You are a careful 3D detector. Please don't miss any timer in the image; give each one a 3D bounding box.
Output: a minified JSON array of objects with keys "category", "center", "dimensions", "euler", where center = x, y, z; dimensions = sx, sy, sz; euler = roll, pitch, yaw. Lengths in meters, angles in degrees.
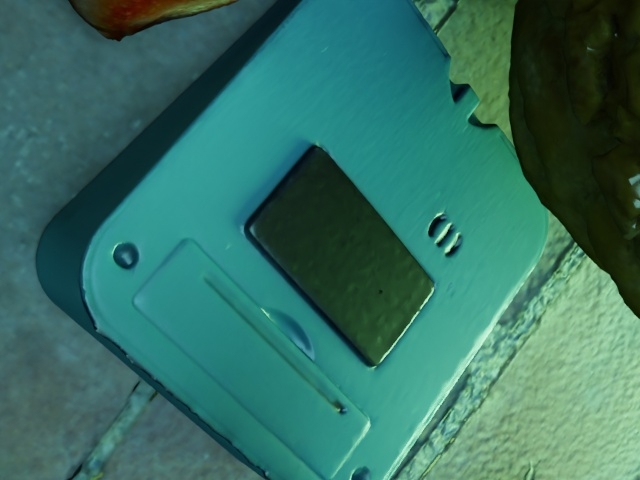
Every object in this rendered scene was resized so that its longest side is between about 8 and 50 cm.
[{"category":"timer","center":[0.000,0.000,0.506],"dimensions":[0.250,0.091,0.232],"euler":[-49,117,-15]}]

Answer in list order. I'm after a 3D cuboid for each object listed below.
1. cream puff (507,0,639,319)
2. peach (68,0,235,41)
[{"category":"cream puff","center":[0.266,-0.096,0.436],"dimensions":[0.327,0.231,0.343],"euler":[42,70,6]},{"category":"peach","center":[-0.020,-0.202,0.372],"dimensions":[0.159,0.154,0.267],"euler":[19,97,-28]}]
